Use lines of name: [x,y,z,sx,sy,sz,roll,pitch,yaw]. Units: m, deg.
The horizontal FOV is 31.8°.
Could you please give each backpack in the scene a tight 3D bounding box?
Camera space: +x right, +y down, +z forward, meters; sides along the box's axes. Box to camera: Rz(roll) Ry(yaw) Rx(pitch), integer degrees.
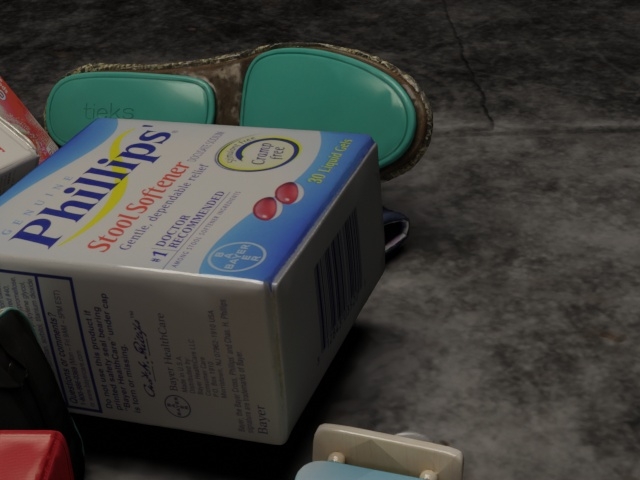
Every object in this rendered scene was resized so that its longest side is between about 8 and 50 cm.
backpack: [-0.264,0.144,0.823,0.144,0.188,0.166,4,33,11]

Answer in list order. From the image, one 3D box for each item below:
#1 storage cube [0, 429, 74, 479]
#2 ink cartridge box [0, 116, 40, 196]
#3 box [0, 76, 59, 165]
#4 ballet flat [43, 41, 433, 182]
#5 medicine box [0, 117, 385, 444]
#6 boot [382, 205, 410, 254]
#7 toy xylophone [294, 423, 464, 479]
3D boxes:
storage cube: [-0.252,0.245,0.667,0.215,0.184,0.193,-1,33,2]
ink cartridge box: [-0.382,-0.052,0.983,0.158,0.092,0.218,37,44,17]
box: [-0.418,-0.138,1.203,0.128,0.257,0.123,-26,26,21]
ballet flat: [-0.080,-0.134,1.277,0.482,0.164,0.182,3,-4,24]
medicine box: [-0.120,0.018,0.956,0.289,0.149,0.263,6,31,19]
boot: [0.000,0.000,1.140,0.190,0.069,0.086,-27,33,-34]
toy xylophone: [-0.024,0.251,0.732,0.236,0.081,0.323,3,32,11]
